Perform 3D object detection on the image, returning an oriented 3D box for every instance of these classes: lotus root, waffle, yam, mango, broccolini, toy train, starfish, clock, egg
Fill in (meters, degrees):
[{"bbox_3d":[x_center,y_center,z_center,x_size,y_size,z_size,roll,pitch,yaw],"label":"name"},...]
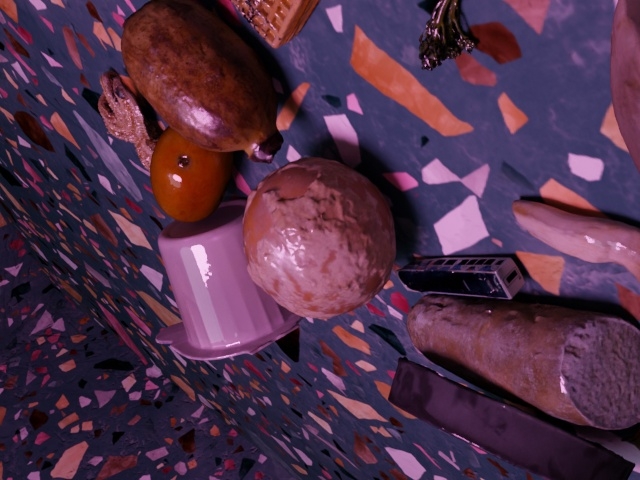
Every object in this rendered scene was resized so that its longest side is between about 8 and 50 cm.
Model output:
[{"bbox_3d":[-0.144,-0.199,0.957,0.260,0.145,0.128,46,161,3],"label":"lotus root"},{"bbox_3d":[-0.049,-0.283,0.809,0.102,0.042,0.148,47,155,-4],"label":"waffle"},{"bbox_3d":[0.235,0.129,0.925,0.330,0.133,0.133,12,140,54],"label":"yam"},{"bbox_3d":[-0.202,-0.103,1.182,0.121,0.151,0.221,22,150,2],"label":"mango"},{"bbox_3d":[0.130,-0.219,0.645,0.052,0.054,0.194,60,156,13],"label":"broccolini"},{"bbox_3d":[0.172,0.047,0.972,0.043,0.047,0.208,57,153,-17],"label":"toy train"},{"bbox_3d":[-0.310,-0.187,1.323,0.216,0.071,0.238,29,158,40],"label":"starfish"},{"bbox_3d":[0.242,0.247,0.990,0.325,0.067,0.325,24,174,3],"label":"clock"},{"bbox_3d":[0.000,0.000,0.989,0.203,0.203,0.245,29,157,30],"label":"egg"}]

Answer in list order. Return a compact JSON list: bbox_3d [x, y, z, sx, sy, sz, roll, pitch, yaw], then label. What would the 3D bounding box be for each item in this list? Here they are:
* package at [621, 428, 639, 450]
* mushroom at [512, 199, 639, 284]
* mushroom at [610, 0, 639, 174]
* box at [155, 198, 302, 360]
[{"bbox_3d":[0.443,0.265,0.917,0.121,0.031,0.108,36,153,18],"label":"package"},{"bbox_3d":[0.276,0.003,0.752,0.202,0.054,0.059,28,152,41],"label":"mushroom"},{"bbox_3d":[0.298,-0.048,0.547,0.128,0.128,0.350,14,143,48],"label":"mushroom"},{"bbox_3d":[-0.180,0.055,1.287,0.292,0.262,0.206,-10,110,18],"label":"box"}]
